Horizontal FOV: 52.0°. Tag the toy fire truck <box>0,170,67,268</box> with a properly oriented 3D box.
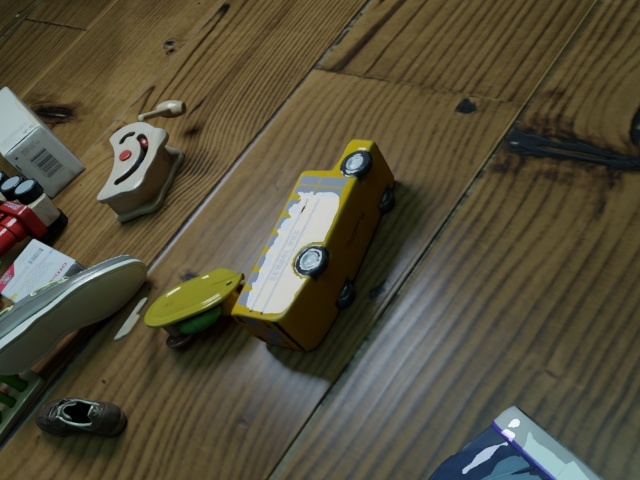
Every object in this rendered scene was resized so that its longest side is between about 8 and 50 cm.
[{"bbox_3d":[-0.704,-0.007,1.432,0.217,0.158,0.246,13,53,37],"label":"toy fire truck"}]

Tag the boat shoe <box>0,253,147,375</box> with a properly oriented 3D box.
[{"bbox_3d":[-0.456,0.112,1.169,0.305,0.109,0.091,-36,51,-16],"label":"boat shoe"}]

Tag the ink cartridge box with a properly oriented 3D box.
[{"bbox_3d":[-0.542,0.085,1.293,0.175,0.072,0.127,18,66,39],"label":"ink cartridge box"}]

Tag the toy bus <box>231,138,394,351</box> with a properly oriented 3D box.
[{"bbox_3d":[0.000,0.000,1.014,0.130,0.108,0.332,6,60,36],"label":"toy bus"}]

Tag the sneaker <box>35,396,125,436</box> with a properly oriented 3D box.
[{"bbox_3d":[-0.403,0.276,1.062,0.189,0.071,0.066,-6,53,26],"label":"sneaker"}]

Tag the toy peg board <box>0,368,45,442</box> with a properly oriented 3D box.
[{"bbox_3d":[-0.609,0.278,1.179,0.161,0.079,0.161,17,65,38],"label":"toy peg board"}]

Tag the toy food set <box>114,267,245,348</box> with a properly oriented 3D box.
[{"bbox_3d":[-0.212,0.121,1.082,0.218,0.071,0.128,-21,24,13],"label":"toy food set"}]

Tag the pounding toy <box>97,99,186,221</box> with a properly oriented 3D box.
[{"bbox_3d":[-0.392,-0.189,1.361,0.154,0.155,0.269,1,57,26],"label":"pounding toy"}]

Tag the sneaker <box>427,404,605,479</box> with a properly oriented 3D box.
[{"bbox_3d":[0.218,0.341,0.617,0.236,0.130,0.323,-49,50,3],"label":"sneaker"}]

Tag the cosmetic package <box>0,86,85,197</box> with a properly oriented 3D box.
[{"bbox_3d":[-0.711,-0.243,1.595,0.113,0.160,0.309,-44,47,-8],"label":"cosmetic package"}]
